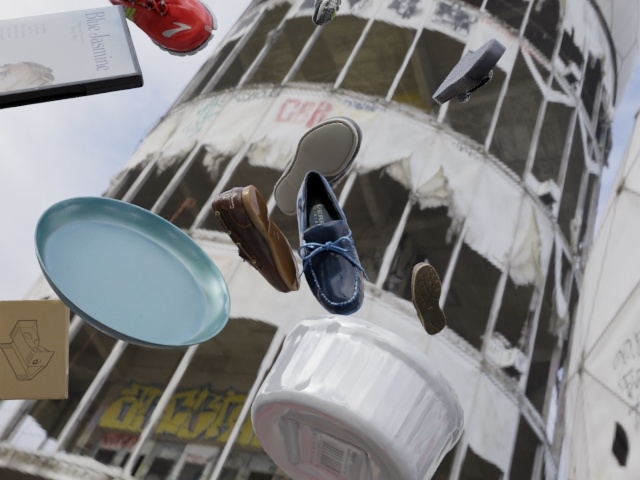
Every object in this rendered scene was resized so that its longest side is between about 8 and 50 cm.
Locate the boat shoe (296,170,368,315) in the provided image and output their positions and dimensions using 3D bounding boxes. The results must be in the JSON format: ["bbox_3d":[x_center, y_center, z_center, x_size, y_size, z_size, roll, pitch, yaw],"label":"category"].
[{"bbox_3d":[0.000,0.000,1.185,0.109,0.258,0.089,-18,-35,-6],"label":"boat shoe"}]

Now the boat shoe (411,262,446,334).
[{"bbox_3d":[0.219,0.119,1.571,0.060,0.064,0.178,46,-24,55],"label":"boat shoe"}]

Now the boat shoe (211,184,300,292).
[{"bbox_3d":[-0.098,0.003,1.153,0.073,0.073,0.207,-16,-57,17],"label":"boat shoe"}]

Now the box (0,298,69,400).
[{"bbox_3d":[-0.589,0.219,1.489,0.165,0.201,0.021,-1,-8,1],"label":"box"}]

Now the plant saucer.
[{"bbox_3d":[-0.285,0.052,1.129,0.318,0.317,0.043,32,-64,-9],"label":"plant saucer"}]

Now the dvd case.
[{"bbox_3d":[-0.357,-0.224,0.907,0.253,0.180,0.022,-12,-43,-14],"label":"dvd case"}]

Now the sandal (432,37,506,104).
[{"bbox_3d":[0.236,-0.250,1.163,0.054,0.097,0.254,38,5,-5],"label":"sandal"}]

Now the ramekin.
[{"bbox_3d":[0.040,0.244,0.998,0.277,0.135,0.277,21,-42,20],"label":"ramekin"}]

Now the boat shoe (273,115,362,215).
[{"bbox_3d":[0.003,-0.168,1.559,0.112,0.095,0.335,51,-38,4],"label":"boat shoe"}]

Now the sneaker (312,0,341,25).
[{"bbox_3d":[0.007,-0.284,0.836,0.035,0.083,0.031,25,6,25],"label":"sneaker"}]

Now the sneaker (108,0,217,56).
[{"bbox_3d":[-0.294,-0.392,1.197,0.279,0.118,0.107,34,-81,16],"label":"sneaker"}]
